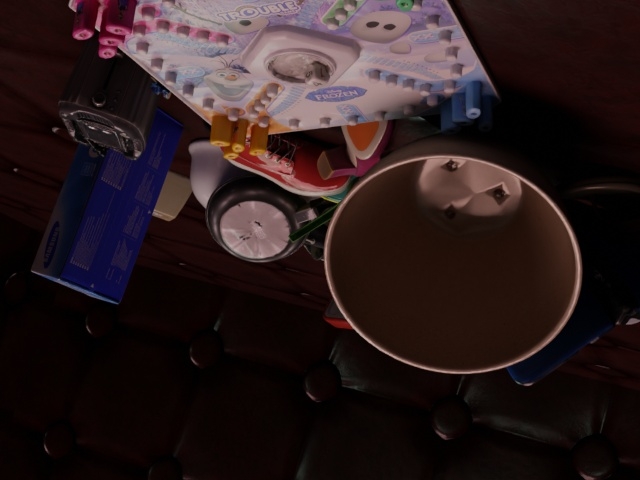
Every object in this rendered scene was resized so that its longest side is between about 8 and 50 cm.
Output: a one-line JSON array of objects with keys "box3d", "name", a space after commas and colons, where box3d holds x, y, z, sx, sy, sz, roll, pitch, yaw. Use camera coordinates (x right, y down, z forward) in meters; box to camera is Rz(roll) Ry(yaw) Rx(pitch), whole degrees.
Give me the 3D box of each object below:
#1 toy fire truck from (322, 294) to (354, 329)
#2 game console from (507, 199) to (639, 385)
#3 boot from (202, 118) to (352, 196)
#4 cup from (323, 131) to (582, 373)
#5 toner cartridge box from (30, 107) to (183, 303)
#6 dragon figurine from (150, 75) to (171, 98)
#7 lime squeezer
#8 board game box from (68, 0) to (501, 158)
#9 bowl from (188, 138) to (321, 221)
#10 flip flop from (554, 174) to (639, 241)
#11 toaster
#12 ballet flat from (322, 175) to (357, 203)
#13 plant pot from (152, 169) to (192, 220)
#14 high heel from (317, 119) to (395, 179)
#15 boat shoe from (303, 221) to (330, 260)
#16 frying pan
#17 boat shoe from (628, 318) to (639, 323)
[{"box3d": [0.153, 0.058, 1.873, 0.169, 0.254, 0.302, 38, 160, -32], "name": "toy fire truck"}, {"box3d": [0.374, 0.078, 1.500, 0.250, 0.173, 0.293, 12, -151, -22], "name": "game console"}, {"box3d": [-0.071, -0.151, 1.698, 0.244, 0.088, 0.176, 18, 168, 16], "name": "boot"}, {"box3d": [0.191, -0.020, 1.421, 0.331, 0.331, 0.237, 16, -147, 5], "name": "cup"}, {"box3d": [-0.368, -0.079, 1.813, 0.075, 0.348, 0.165, 12, 167, 33], "name": "toner cartridge box"}, {"box3d": [-0.136, -0.227, 1.407, 0.144, 0.085, 0.289, 22, 170, -24], "name": "dragon figurine"}, {"box3d": [0.087, -0.079, 1.674, 0.310, 0.110, 0.059, -30, 110, 31], "name": "lime squeezer"}, {"box3d": [-0.024, -0.200, 1.197, 0.390, 0.050, 0.390, -4, 161, 22], "name": "board game box"}, {"box3d": [-0.133, -0.080, 2.015, 0.298, 0.134, 0.298, 16, 168, 3], "name": "bowl"}, {"box3d": [0.464, -0.029, 1.481, 0.277, 0.080, 0.112, 20, 169, -14], "name": "flip flop"}, {"box3d": [-0.307, -0.216, 1.563, 0.129, 0.146, 0.227, 18, 169, -1], "name": "toaster"}, {"box3d": [0.083, -0.095, 1.780, 0.231, 0.077, 0.077, 9, -177, 28], "name": "ballet flat"}, {"box3d": [-0.354, -0.103, 2.340, 0.109, 0.096, 0.109, 20, 169, -17], "name": "plant pot"}, {"box3d": [0.087, -0.152, 1.548, 0.117, 0.082, 0.244, -17, 165, -24], "name": "high heel"}, {"box3d": [0.000, 0.000, 2.315, 0.114, 0.091, 0.302, 7, 165, 44], "name": "boat shoe"}, {"box3d": [-0.052, -0.028, 1.908, 0.326, 0.053, 0.197, 5, 126, 1], "name": "frying pan"}, {"box3d": [0.430, 0.026, 1.707, 0.302, 0.109, 0.094, 42, -159, -23], "name": "boat shoe"}]
